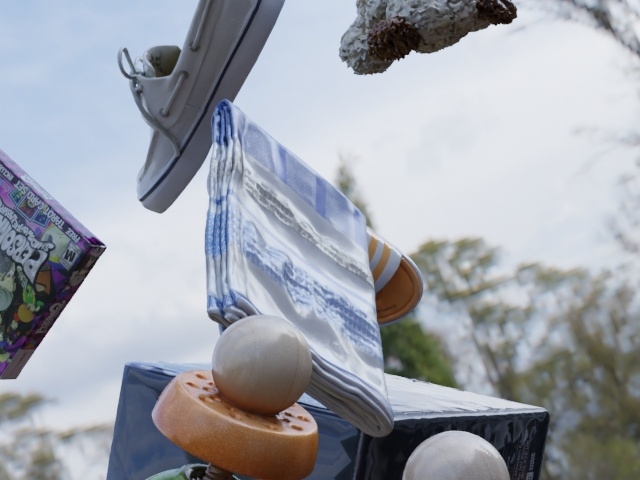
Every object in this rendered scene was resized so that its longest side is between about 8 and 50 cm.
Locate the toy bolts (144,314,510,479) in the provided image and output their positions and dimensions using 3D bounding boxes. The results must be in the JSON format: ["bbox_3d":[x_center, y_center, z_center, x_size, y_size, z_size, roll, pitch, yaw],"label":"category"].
[{"bbox_3d":[-0.011,0.152,0.866,0.158,0.228,0.218,-68,-11,13],"label":"toy bolts"}]

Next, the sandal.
[{"bbox_3d":[-0.007,0.008,1.621,0.102,0.265,0.076,-54,13,3],"label":"sandal"}]

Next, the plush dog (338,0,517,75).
[{"bbox_3d":[0.152,-0.348,2.265,0.262,0.225,0.210,-24,-58,-9],"label":"plush dog"}]

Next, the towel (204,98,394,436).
[{"bbox_3d":[-0.017,0.019,1.335,0.034,0.285,0.209,-36,-56,25],"label":"towel"}]

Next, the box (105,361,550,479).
[{"bbox_3d":[0.012,0.252,1.624,0.293,0.212,0.395,10,2,33],"label":"box"}]

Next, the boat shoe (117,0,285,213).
[{"bbox_3d":[-0.187,-0.203,1.981,0.156,0.136,0.367,25,-57,-12],"label":"boat shoe"}]

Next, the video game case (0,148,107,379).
[{"bbox_3d":[-0.402,0.018,1.919,0.210,0.232,0.042,-53,-20,13],"label":"video game case"}]
